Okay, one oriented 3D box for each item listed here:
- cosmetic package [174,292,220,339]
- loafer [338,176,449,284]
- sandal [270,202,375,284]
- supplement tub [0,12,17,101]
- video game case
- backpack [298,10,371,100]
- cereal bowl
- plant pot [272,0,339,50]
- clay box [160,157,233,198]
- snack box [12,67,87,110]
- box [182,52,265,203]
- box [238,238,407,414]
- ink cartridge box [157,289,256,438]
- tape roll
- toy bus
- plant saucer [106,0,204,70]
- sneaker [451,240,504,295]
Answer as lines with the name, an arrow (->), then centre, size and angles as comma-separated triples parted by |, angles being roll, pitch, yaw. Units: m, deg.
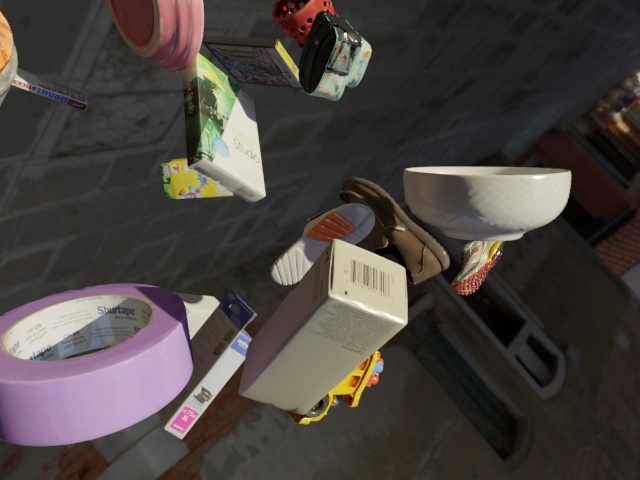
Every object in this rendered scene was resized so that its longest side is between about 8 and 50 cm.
cosmetic package -> -0.369, 0.221, 1.656 | 0.117, 0.085, 0.231 | -50, 162, 4
loafer -> 0.169, -0.026, 1.525 | 0.130, 0.366, 0.134 | -43, 160, -10
sandal -> -0.007, -0.007, 1.280 | 0.265, 0.102, 0.076 | -35, -148, 9
supplement tub -> -0.657, -0.300, 1.021 | 0.193, 0.194, 0.316 | -31, -171, -39
video game case -> -0.213, -0.588, 1.918 | 0.248, 0.274, 0.035 | 39, 65, -64
backpack -> 0.027, -0.447, 1.443 | 0.144, 0.166, 0.188 | 10, 124, -34
cereal bowl -> 0.338, -0.080, 1.207 | 0.339, 0.141, 0.339 | 1, -171, 0
plant pot -> -0.037, -0.746, 1.936 | 0.191, 0.191, 0.174 | -42, 132, 8
clay box -> -0.401, -0.206, 1.894 | 0.222, 0.127, 0.053 | -2, -156, 2
snack box -> -0.653, -0.365, 1.392 | 0.178, 0.064, 0.022 | 17, 120, -36
box -> -0.239, -0.276, 1.434 | 0.058, 0.322, 0.232 | -23, 151, 24
box -> -0.004, 0.126, 0.772 | 0.275, 0.113, 0.094 | -50, -156, 41
ink cartridge box -> -0.257, 0.272, 1.320 | 0.311, 0.065, 0.186 | -54, -152, -6
tape roll -> -0.314, 0.151, 0.778 | 0.275, 0.274, 0.090 | -27, 121, -49
toy bus -> 0.040, 0.304, 1.303 | 0.220, 0.211, 0.149 | -66, -152, 5
plant saucer -> -0.366, -0.521, 1.216 | 0.084, 0.332, 0.332 | -27, 163, -34
sneaker -> 0.415, 0.063, 1.582 | 0.225, 0.092, 0.088 | -43, 146, -34
